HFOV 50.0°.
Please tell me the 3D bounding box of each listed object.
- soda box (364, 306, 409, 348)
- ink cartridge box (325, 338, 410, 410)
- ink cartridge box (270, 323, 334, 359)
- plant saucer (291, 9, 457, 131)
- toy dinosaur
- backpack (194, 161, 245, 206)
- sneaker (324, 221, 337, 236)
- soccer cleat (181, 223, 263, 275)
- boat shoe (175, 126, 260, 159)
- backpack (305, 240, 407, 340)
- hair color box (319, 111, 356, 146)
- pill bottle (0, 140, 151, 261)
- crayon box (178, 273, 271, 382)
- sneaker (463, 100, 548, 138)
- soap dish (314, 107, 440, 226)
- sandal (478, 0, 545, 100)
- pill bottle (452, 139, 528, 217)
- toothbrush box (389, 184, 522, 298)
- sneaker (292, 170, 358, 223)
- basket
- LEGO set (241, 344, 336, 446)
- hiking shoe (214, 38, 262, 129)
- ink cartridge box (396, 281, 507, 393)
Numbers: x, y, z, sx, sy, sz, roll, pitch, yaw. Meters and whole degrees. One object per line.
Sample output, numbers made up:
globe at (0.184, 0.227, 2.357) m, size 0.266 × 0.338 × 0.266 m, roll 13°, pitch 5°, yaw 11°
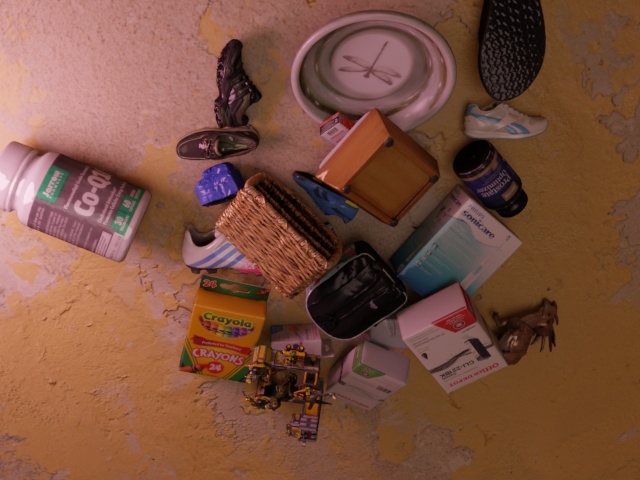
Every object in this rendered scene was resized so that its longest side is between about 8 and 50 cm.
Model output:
soda box at (0.279, 0.257, 2.022) m, size 0.286 × 0.091 × 0.098 m, roll 3°, pitch 110°, yaw -6°
ink cartridge box at (0.136, 0.399, 2.015) m, size 0.160 × 0.092 × 0.219 m, roll 26°, pitch 139°, yaw -14°
ink cartridge box at (-0.053, 0.293, 1.999) m, size 0.181 × 0.104 × 0.061 m, roll -2°, pitch 112°, yaw -5°
plant saucer at (0.129, -0.421, 1.687) m, size 0.400 × 0.100 × 0.400 m, roll 1°, pitch 147°, yaw 1°
toy dinosaur at (0.590, 0.304, 2.059) m, size 0.200 × 0.127 × 0.296 m, roll 24°, pitch 117°, yaw -30°
backpack at (-0.271, -0.146, 1.817) m, size 0.120 × 0.098 × 0.101 m, roll -24°, pitch 91°, yaw 13°
sneaker at (0.000, 0.000, 1.925) m, size 0.098 × 0.038 × 0.069 m, roll -28°, pitch 110°, yaw 6°
soccer cleat at (-0.214, 0.014, 1.867) m, size 0.331 × 0.116 × 0.143 m, roll -2°, pitch 116°, yaw -4°
boat shoe at (-0.268, -0.249, 1.785) m, size 0.223 × 0.073 × 0.080 m, roll -8°, pitch 112°, yaw -3°
backpack at (0.083, 0.142, 1.906) m, size 0.253 × 0.191 × 0.225 m, roll -40°, pitch 109°, yaw 8°
hair color box at (0.071, -0.269, 1.789) m, size 0.072 × 0.043 × 0.141 m, roll -29°, pitch 136°, yaw 34°
pill bottle at (-0.633, -0.100, 1.740) m, size 0.361 × 0.204 × 0.204 m, roll 23°, pitch 107°, yaw -14°
crayon box at (-0.273, 0.253, 1.936) m, size 0.202 × 0.081 × 0.318 m, roll 12°, pitch 124°, yaw -9°
sneaker at (0.495, -0.321, 1.821) m, size 0.228 × 0.087 × 0.092 m, roll -2°, pitch 109°, yaw -6°
soap dish at (0.160, -0.174, 1.776) m, size 0.229 × 0.118 × 0.291 m, roll -47°, pitch 134°, yaw 13°
sandal at (0.469, -0.576, 1.723) m, size 0.167 × 0.107 × 0.446 m, roll -3°, pitch 99°, yaw -3°
pill bottle at (0.464, -0.160, 1.851) m, size 0.123 × 0.123 × 0.219 m, roll -43°, pitch 122°, yaw 11°
toothbrush box at (0.375, 0.030, 1.923) m, size 0.216 × 0.126 × 0.295 m, roll 36°, pitch 105°, yaw -18°
sneaker at (0.006, -0.114, 1.866) m, size 0.209 × 0.069 × 0.082 m, roll 29°, pitch 110°, yaw -15°
basket at (-0.076, -0.041, 1.760) m, size 0.299 × 0.213 × 0.223 m, roll 45°, pitch 139°, yaw -1°
LEGO set at (-0.099, 0.451, 1.931) m, size 0.255 × 0.192 × 0.331 m, roll 11°, pitch 144°, yaw -2°
hiking shoe at (-0.205, -0.394, 1.741) m, size 0.114 × 0.086 × 0.227 m, roll 1°, pitch 117°, yaw -20°
ink cartridge box at (0.367, 0.275, 1.906) m, size 0.197 × 0.114 × 0.273 m, roll -30°, pitch 123°, yaw 16°
